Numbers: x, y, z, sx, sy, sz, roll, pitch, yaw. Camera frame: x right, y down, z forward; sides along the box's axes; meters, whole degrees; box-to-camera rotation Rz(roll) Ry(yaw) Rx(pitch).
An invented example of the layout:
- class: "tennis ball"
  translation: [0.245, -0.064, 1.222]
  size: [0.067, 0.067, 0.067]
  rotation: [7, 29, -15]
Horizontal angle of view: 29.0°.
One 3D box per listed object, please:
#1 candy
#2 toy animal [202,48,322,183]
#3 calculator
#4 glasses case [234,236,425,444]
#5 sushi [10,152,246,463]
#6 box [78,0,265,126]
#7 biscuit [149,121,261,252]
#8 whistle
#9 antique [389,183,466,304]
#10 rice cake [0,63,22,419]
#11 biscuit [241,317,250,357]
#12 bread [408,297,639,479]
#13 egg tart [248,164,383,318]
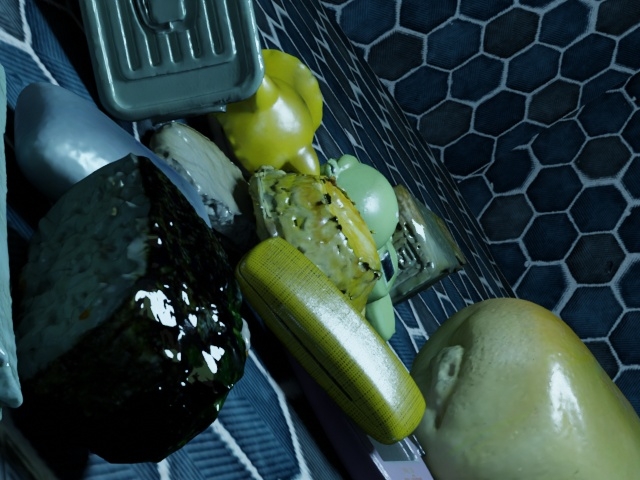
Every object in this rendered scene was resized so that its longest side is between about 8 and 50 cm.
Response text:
- class: "candy"
  translation: [-0.157, -0.042, 0.941]
  size: [0.174, 0.071, 0.138]
  rotation: [38, 12, -27]
- class: "toy animal"
  translation: [-0.063, -0.150, 1.481]
  size: [0.156, 0.156, 0.230]
  rotation: [54, 9, -20]
- class: "calculator"
  translation: [0.028, 0.167, 1.296]
  size: [0.294, 0.043, 0.194]
  rotation: [58, 12, 18]
- class: "glasses case"
  translation: [0.010, 0.096, 1.196]
  size: [0.234, 0.064, 0.079]
  rotation: [49, 38, -1]
- class: "sushi"
  translation: [-0.118, 0.045, 0.788]
  size: [0.127, 0.124, 0.225]
  rotation: [50, 12, -26]
- class: "box"
  translation: [-0.146, -0.235, 1.213]
  size: [0.135, 0.163, 0.243]
  rotation: [-83, 161, -87]
- class: "biscuit"
  translation: [-0.103, -0.054, 1.310]
  size: [0.290, 0.038, 0.141]
  rotation: [40, 22, -57]
- class: "whistle"
  translation: [0.030, 0.013, 1.542]
  size: [0.294, 0.141, 0.141]
  rotation: [86, -13, -47]
- class: "antique"
  translation: [0.132, 0.021, 1.869]
  size: [0.150, 0.125, 0.284]
  rotation: [62, 13, 14]
- class: "rice cake"
  translation: [-0.217, -0.029, 0.730]
  size: [0.066, 0.063, 0.336]
  rotation: [58, 7, -43]
- class: "biscuit"
  translation: [-0.125, 0.016, 1.071]
  size: [0.205, 0.031, 0.138]
  rotation: [48, 16, -35]
- class: "bread"
  translation: [0.261, 0.264, 1.484]
  size: [0.376, 0.253, 0.348]
  rotation: [53, 16, -15]
- class: "egg tart"
  translation: [0.001, -0.001, 1.326]
  size: [0.212, 0.090, 0.212]
  rotation: [54, 13, -19]
